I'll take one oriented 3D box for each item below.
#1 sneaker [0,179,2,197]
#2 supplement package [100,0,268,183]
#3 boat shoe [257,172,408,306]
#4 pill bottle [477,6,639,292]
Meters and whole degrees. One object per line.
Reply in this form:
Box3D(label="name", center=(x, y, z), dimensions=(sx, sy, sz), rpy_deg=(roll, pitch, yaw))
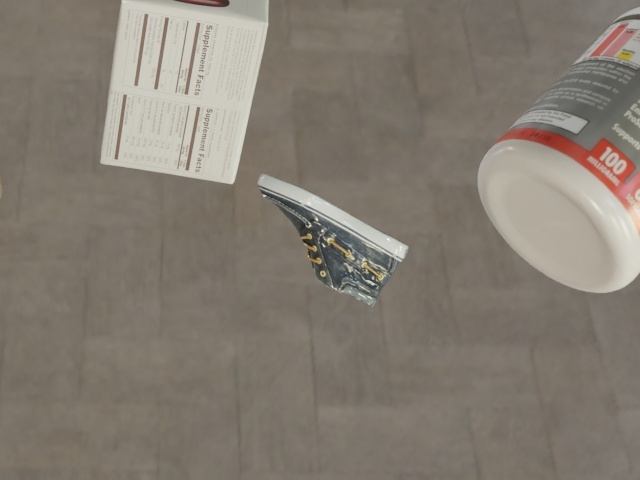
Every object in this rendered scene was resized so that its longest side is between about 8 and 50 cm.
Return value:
Box3D(label="sneaker", center=(-0.375, -0.108, 1.387), dimensions=(0.066, 0.071, 0.188), rpy_deg=(-35, 55, 0))
Box3D(label="supplement package", center=(-0.139, -0.226, 1.457), dimensions=(0.145, 0.204, 0.261), rpy_deg=(9, 39, -8))
Box3D(label="boat shoe", center=(0.000, 0.000, 1.498), dimensions=(0.183, 0.065, 0.083), rpy_deg=(29, 92, -7))
Box3D(label="pill bottle", center=(0.361, -0.131, 1.534), dimensions=(0.210, 0.210, 0.363), rpy_deg=(36, 66, 21))
